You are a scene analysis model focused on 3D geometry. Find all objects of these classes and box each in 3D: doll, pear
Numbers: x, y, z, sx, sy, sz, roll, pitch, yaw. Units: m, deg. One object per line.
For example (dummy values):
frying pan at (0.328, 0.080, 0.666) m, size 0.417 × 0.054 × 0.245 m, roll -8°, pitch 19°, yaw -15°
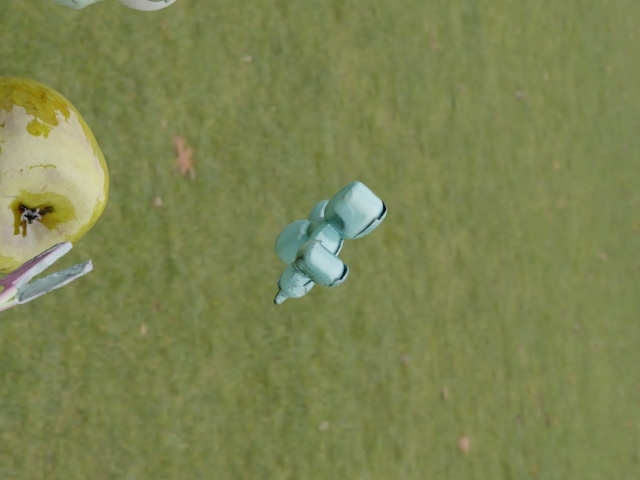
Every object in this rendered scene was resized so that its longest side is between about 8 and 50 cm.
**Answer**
doll at (0.000, 0.000, 1.412) m, size 0.059 × 0.158 × 0.159 m, roll 40°, pitch 52°, yaw -14°
pear at (-0.477, -0.103, 1.967) m, size 0.304 × 0.304 × 0.304 m, roll -6°, pitch 90°, yaw -70°

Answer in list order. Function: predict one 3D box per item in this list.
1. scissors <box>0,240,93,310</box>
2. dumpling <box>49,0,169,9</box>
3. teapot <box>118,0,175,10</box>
scissors at (-0.300, 0.054, 1.201) m, size 0.187 × 0.133 × 0.020 m, roll -30°, pitch 124°, yaw -22°
dumpling at (-0.333, -0.440, 1.896) m, size 0.270 × 0.320 × 0.212 m, roll -2°, pitch 123°, yaw -34°
teapot at (-0.272, -0.472, 2.141) m, size 0.166 × 0.299 × 0.208 m, roll -32°, pitch 150°, yaw -60°
